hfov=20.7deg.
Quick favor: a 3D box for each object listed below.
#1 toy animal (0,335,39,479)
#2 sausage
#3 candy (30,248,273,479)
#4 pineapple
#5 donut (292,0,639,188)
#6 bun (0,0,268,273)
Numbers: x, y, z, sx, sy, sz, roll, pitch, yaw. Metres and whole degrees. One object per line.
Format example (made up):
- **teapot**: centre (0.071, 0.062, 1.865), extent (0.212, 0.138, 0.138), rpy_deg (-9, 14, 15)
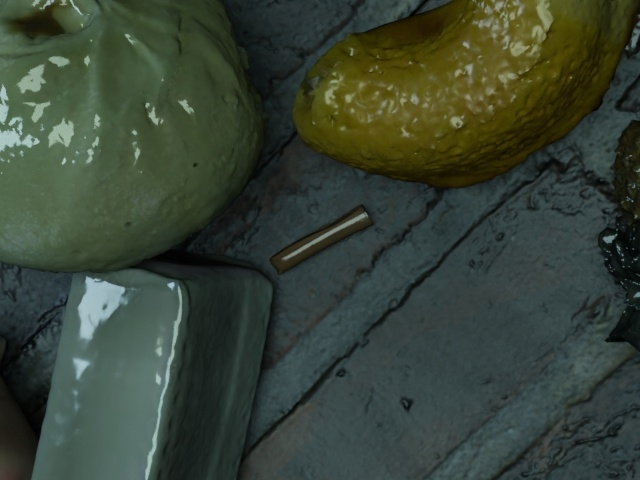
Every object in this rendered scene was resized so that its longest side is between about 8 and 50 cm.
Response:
- **toy animal**: centre (-0.419, 0.197, 1.800), extent (0.326, 0.237, 0.269), rpy_deg (26, 82, 12)
- **sausage**: centre (0.000, 0.000, 1.823), extent (0.116, 0.026, 0.026), rpy_deg (-29, 86, 8)
- **candy**: centre (-0.176, 0.187, 1.758), extent (0.145, 0.208, 0.359), rpy_deg (12, 93, 23)
- **pineapple**: centre (0.337, 0.003, 1.736), extent (0.119, 0.111, 0.237), rpy_deg (15, 103, 40)
- **donut**: centre (0.105, -0.274, 1.694), extent (0.377, 0.163, 0.435), rpy_deg (-22, 84, 25)
- **bun**: centre (-0.230, -0.153, 1.696), extent (0.364, 0.202, 0.364), rpy_deg (-6, 48, 7)
